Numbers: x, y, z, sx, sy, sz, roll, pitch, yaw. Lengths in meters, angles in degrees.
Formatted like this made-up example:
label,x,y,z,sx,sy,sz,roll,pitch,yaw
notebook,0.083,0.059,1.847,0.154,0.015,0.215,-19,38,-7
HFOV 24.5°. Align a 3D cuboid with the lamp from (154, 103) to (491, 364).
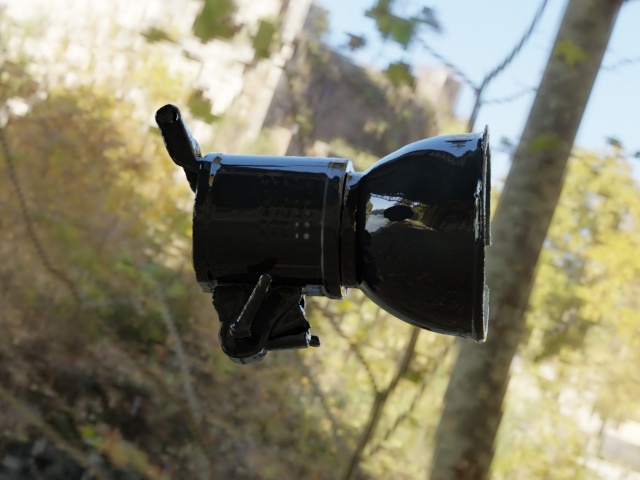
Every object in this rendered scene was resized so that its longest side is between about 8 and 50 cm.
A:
label,x,y,z,sx,sy,sz,roll,pitch,yaw
lamp,0.000,0.000,1.002,0.228,0.172,0.147,1,-14,8
